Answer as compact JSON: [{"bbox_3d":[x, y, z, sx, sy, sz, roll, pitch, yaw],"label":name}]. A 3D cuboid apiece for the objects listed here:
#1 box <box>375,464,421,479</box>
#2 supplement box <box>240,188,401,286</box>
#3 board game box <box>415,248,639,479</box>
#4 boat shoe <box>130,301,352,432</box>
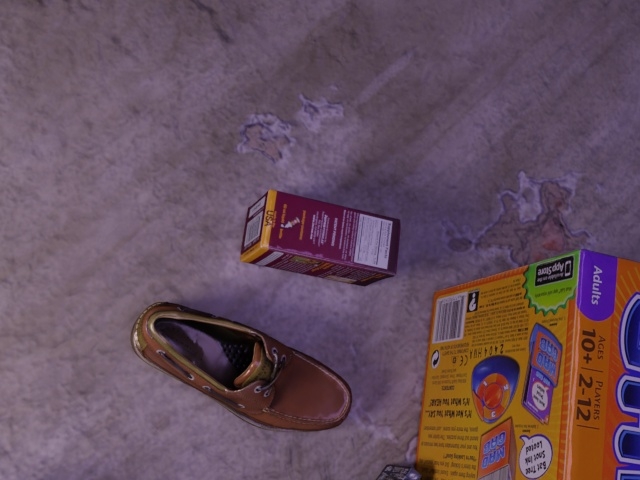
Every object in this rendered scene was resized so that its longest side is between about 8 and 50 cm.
[{"bbox_3d":[0.090,0.326,1.145,0.018,0.083,0.067,44,68,-6],"label":"box"},{"bbox_3d":[0.000,0.000,1.167,0.188,0.104,0.080,12,75,-18],"label":"supplement box"},{"bbox_3d":[0.361,0.245,1.112,0.356,0.356,0.356,13,75,-17],"label":"board game box"},{"bbox_3d":[-0.090,0.168,1.099,0.307,0.104,0.110,21,73,-15],"label":"boat shoe"}]
